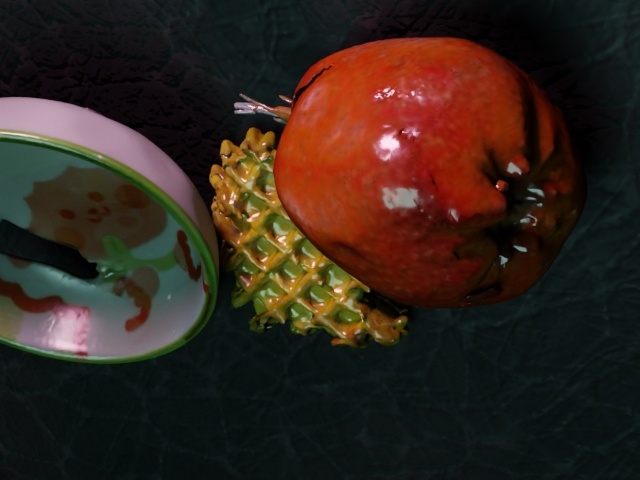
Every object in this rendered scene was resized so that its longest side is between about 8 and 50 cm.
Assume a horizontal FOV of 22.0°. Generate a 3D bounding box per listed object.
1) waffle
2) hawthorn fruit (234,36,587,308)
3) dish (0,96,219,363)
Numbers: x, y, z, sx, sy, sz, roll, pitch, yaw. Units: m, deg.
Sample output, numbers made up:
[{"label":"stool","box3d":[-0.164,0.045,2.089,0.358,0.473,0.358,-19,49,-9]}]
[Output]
[{"label":"waffle","box3d":[0.000,0.000,1.469,0.228,0.051,0.232,4,126,30]},{"label":"hawthorn fruit","box3d":[0.056,-0.066,1.287,0.299,0.211,0.211,22,135,32]},{"label":"dish","box3d":[-0.237,-0.030,1.516,0.324,0.124,0.324,9,141,7]}]
